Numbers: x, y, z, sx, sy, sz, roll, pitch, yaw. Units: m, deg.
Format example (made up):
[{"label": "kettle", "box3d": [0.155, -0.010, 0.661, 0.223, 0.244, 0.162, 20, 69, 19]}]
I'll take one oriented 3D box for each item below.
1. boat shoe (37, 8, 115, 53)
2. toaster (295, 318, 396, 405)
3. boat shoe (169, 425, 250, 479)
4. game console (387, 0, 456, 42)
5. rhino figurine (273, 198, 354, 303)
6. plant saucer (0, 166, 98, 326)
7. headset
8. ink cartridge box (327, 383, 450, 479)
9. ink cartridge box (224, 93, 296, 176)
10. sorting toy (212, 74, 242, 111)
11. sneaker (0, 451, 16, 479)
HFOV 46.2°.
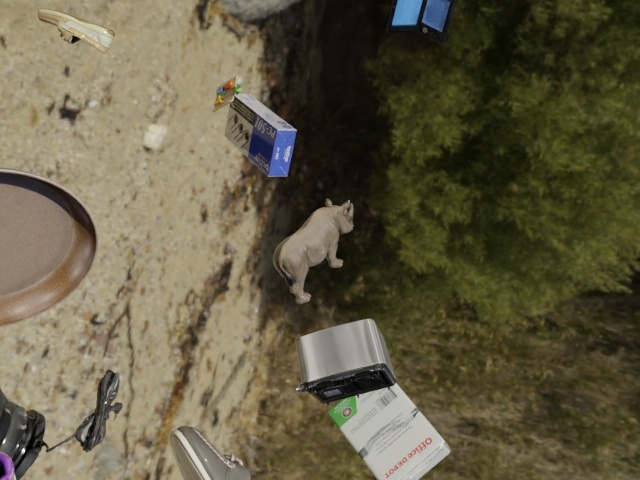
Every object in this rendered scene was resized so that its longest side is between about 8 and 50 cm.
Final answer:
[{"label": "boat shoe", "box3d": [-0.415, -0.352, 1.258, 0.050, 0.135, 0.045, -28, 138, -81]}, {"label": "toaster", "box3d": [0.046, 0.240, 1.458, 0.185, 0.168, 0.110, 57, 17, -64]}, {"label": "boat shoe", "box3d": [-0.128, 0.420, 1.199, 0.095, 0.335, 0.112, -34, -167, -31]}, {"label": "game console", "box3d": [0.209, -0.469, 1.539, 0.071, 0.107, 0.122, -38, 152, -37]}, {"label": "rhino figurine", "box3d": [0.000, 0.000, 1.356, 0.243, 0.073, 0.106, -47, 126, -39]}, {"label": "plant saucer", "box3d": [-0.477, 0.008, 1.061, 0.310, 0.311, 0.050, 104, -33, -43]}, {"label": "headset", "box3d": [-0.508, 0.269, 1.166, 0.243, 0.394, 0.185, 68, 29, -52]}, {"label": "ink cartridge box", "box3d": [0.139, 0.389, 1.520, 0.153, 0.208, 0.087, -39, 146, -3]}, {"label": "ink cartridge box", "box3d": [-0.123, -0.213, 1.493, 0.207, 0.046, 0.097, 44, -52, 46]}, {"label": "sorting toy", "box3d": [-0.162, -0.267, 1.329, 0.083, 0.012, 0.062, -18, -128, 44]}, {"label": "sneaker", "box3d": [-0.511, 0.295, 0.988, 0.104, 0.236, 0.095, -38, -141, 45]}]
